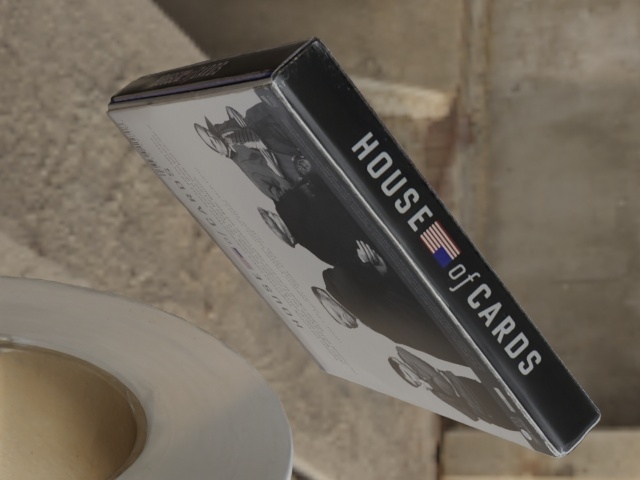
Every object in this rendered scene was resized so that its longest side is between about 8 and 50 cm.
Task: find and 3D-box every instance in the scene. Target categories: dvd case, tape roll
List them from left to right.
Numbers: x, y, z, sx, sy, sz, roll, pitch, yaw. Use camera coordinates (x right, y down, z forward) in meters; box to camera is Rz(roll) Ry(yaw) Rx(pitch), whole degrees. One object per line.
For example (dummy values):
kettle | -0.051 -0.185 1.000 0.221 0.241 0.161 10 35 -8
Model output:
tape roll | -0.156 0.121 0.669 0.286 0.286 0.100 -49 150 -62
dvd case | 0.000 0.000 0.615 0.029 0.238 0.179 -43 107 -14
